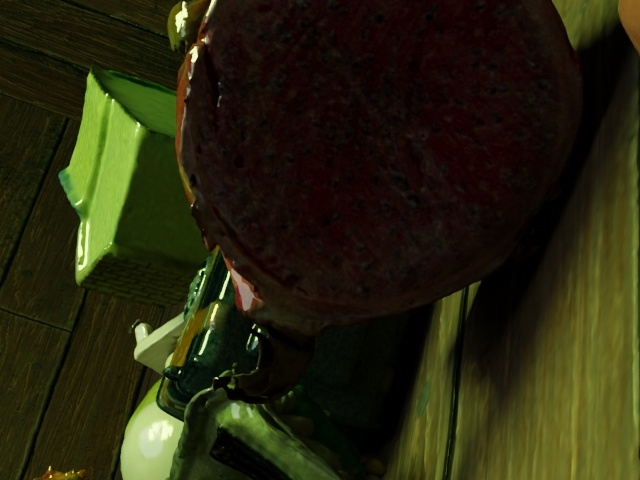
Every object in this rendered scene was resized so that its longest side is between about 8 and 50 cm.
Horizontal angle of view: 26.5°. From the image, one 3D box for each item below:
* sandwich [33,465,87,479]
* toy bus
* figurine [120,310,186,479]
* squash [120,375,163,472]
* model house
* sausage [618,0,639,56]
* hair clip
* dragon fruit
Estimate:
[{"bbox_3d":[-0.259,0.323,1.297,0.212,0.109,0.292,83,-153,-61],"label":"sandwich"},{"bbox_3d":[0.000,0.000,0.899,0.167,0.138,0.275,142,148,-71],"label":"toy bus"},{"bbox_3d":[-0.118,0.168,1.310,0.257,0.182,0.144,-90,-22,-47],"label":"figurine"},{"bbox_3d":[-0.171,0.208,1.474,0.224,0.094,0.094,-45,-23,-75],"label":"squash"},{"bbox_3d":[-0.158,-0.043,1.338,0.214,0.195,0.189,43,113,55],"label":"model house"},{"bbox_3d":[0.138,-0.081,0.462,0.094,0.059,0.054,166,117,-77],"label":"sausage"},{"bbox_3d":[-0.038,0.178,0.839,0.091,0.138,0.321,-39,-15,-39],"label":"hair clip"},{"bbox_3d":[0.015,-0.060,0.703,0.147,0.211,0.282,-89,23,-76],"label":"dragon fruit"}]
